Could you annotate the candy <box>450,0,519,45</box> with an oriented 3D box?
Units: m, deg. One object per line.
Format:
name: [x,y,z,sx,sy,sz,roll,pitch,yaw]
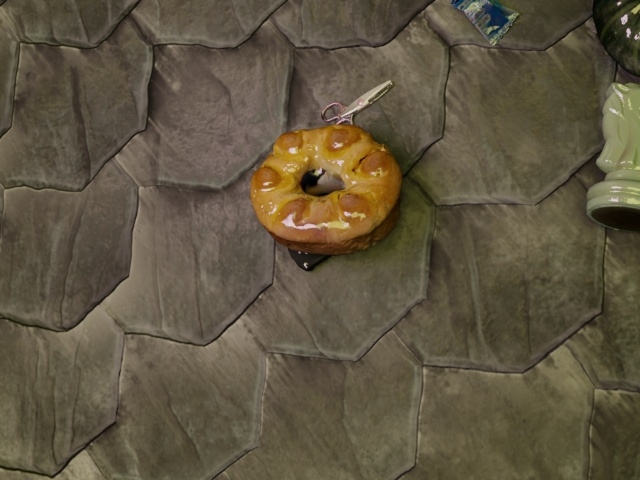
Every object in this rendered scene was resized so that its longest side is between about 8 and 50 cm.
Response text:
candy: [0.360,-0.501,1.884,0.088,0.038,0.136,-45,87,10]

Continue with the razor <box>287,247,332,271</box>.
razor: [0.000,0.000,1.922,0.148,0.054,0.090,-35,76,8]

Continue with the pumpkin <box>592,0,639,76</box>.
pumpkin: [0.692,-0.462,1.715,0.300,0.207,0.300,-5,80,31]

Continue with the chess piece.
chess piece: [0.643,-0.177,1.753,0.175,0.176,0.298,10,76,14]

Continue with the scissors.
scissors: [0.086,-0.303,1.940,0.176,0.022,0.085,-34,75,11]

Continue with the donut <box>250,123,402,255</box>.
donut: [0.014,-0.102,1.840,0.299,0.150,0.317,-44,61,-14]
